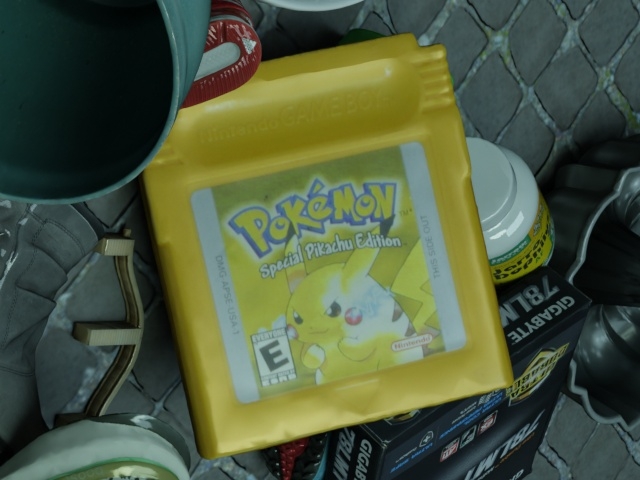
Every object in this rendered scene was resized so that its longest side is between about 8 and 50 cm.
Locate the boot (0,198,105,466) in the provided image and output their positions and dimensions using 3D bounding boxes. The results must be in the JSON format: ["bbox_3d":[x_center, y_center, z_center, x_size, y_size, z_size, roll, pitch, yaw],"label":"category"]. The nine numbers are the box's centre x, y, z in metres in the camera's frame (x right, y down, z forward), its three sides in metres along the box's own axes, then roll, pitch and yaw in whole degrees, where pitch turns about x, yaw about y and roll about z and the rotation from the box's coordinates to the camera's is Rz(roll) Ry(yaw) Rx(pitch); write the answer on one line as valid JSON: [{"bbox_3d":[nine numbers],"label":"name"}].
[{"bbox_3d":[-0.240,0.072,1.517,0.222,0.118,0.338,-56,138,-19],"label":"boot"}]

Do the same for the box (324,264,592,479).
[{"bbox_3d":[0.123,0.201,1.849,0.295,0.073,0.293,-31,147,-33],"label":"box"}]

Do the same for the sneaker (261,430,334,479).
[{"bbox_3d":[0.025,0.108,1.800,0.125,0.104,0.261,1,113,-53],"label":"sneaker"}]

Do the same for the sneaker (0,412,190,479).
[{"bbox_3d":[-0.268,0.293,1.416,0.410,0.182,0.158,-32,131,4],"label":"sneaker"}]

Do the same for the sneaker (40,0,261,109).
[{"bbox_3d":[-0.157,-0.143,1.531,0.221,0.128,0.087,-16,120,2],"label":"sneaker"}]

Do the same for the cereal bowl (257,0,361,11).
[{"bbox_3d":[-0.028,-0.362,1.526,0.339,0.141,0.339,-16,116,-38],"label":"cereal bowl"}]

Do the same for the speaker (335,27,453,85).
[{"bbox_3d":[0.009,-0.038,1.692,0.131,0.131,0.296,31,83,-45],"label":"speaker"}]

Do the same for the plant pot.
[{"bbox_3d":[-0.200,-0.200,1.359,0.196,0.293,0.293,-60,142,-49],"label":"plant pot"}]

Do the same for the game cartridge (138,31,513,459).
[{"bbox_3d":[0.000,0.000,1.600,0.285,0.053,0.323,-13,95,-12],"label":"game cartridge"}]

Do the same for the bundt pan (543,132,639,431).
[{"bbox_3d":[0.328,0.032,2.020,0.331,0.124,0.330,-18,118,-39],"label":"bundt pan"}]

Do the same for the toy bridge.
[{"bbox_3d":[-0.185,0.080,1.627,0.063,0.026,0.188,2,104,-46],"label":"toy bridge"}]

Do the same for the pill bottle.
[{"bbox_3d":[0.157,-0.028,1.791,0.117,0.118,0.208,-61,160,-7],"label":"pill bottle"}]
